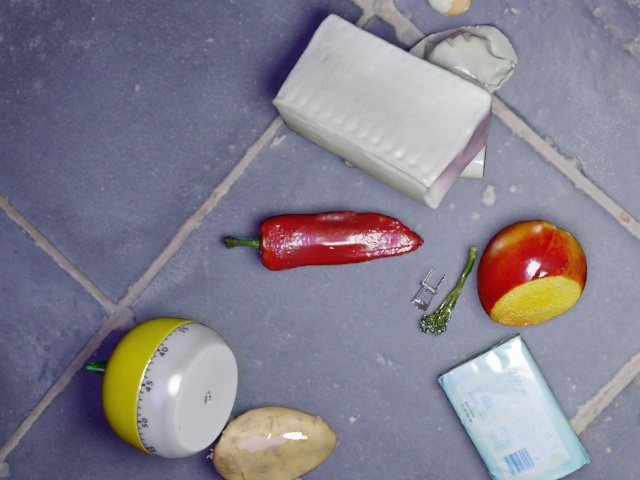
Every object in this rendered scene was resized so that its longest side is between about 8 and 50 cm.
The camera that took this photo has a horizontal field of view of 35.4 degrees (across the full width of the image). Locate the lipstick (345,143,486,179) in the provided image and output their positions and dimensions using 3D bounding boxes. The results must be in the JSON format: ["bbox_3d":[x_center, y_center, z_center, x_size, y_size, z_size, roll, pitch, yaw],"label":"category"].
[{"bbox_3d":[0.176,-0.158,1.854,0.254,0.070,0.070,6,95,11],"label":"lipstick"}]

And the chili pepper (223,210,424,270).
[{"bbox_3d":[0.000,0.000,1.884,0.387,0.110,0.110,-3,93,8],"label":"chili pepper"}]

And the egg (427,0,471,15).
[{"bbox_3d":[0.234,-0.444,1.823,0.083,0.071,0.071,36,100,6],"label":"egg"}]

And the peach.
[{"bbox_3d":[0.371,0.064,1.772,0.190,0.190,0.192,18,79,10],"label":"peach"}]

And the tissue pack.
[{"bbox_3d":[0.353,0.324,1.846,0.177,0.089,0.263,-30,85,11],"label":"tissue pack"}]

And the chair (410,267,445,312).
[{"bbox_3d":[0.202,0.093,1.882,0.037,0.042,0.086,32,99,12],"label":"chair"}]

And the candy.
[{"bbox_3d":[0.108,-0.228,1.777,0.358,0.145,0.208,30,78,19],"label":"candy"}]

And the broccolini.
[{"bbox_3d":[0.246,0.093,1.865,0.054,0.052,0.194,30,106,22],"label":"broccolini"}]

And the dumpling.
[{"bbox_3d":[0.258,-0.333,1.816,0.181,0.111,0.155,32,68,1],"label":"dumpling"}]

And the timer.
[{"bbox_3d":[-0.321,0.265,1.902,0.285,0.285,0.285,1,94,11],"label":"timer"}]

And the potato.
[{"bbox_3d":[-0.094,0.390,1.929,0.234,0.128,0.161,-30,104,8],"label":"potato"}]
